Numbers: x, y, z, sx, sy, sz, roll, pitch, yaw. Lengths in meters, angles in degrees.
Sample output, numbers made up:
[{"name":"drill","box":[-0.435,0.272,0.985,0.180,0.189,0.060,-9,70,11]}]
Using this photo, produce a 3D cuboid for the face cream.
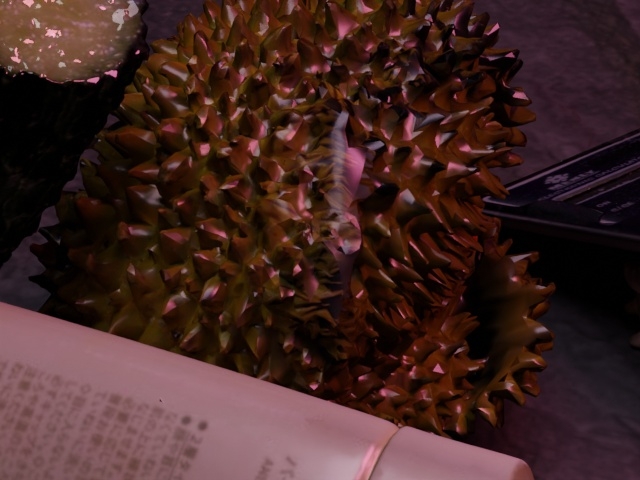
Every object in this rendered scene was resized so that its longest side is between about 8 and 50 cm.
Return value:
[{"name":"face cream","box":[-0.066,0.133,0.752,0.348,0.174,0.081,14,-3,21]}]

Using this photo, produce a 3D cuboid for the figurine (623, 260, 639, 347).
[{"name":"figurine","box":[0.202,0.029,0.985,0.083,0.051,0.047,-4,43,0]}]

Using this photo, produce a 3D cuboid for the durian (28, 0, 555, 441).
[{"name":"durian","box":[-0.005,-0.009,0.902,0.258,0.258,0.293,18,42,25]}]

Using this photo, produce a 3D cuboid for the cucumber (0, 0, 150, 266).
[{"name":"cucumber","box":[-0.185,-0.004,0.867,0.096,0.359,0.096,16,51,-21]}]

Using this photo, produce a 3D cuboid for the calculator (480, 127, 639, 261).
[{"name":"calculator","box":[0.211,-0.028,0.992,0.165,0.028,0.274,-24,17,-25]}]
